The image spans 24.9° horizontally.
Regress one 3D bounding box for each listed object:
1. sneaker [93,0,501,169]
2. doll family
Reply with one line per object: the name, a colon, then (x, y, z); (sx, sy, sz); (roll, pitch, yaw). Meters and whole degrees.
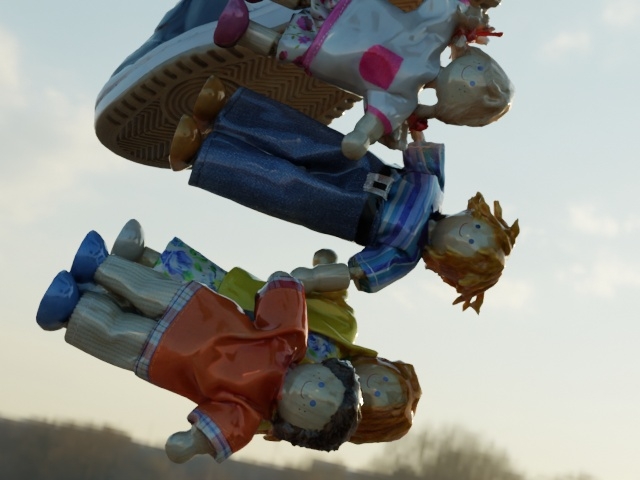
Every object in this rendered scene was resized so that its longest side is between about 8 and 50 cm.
sneaker: (-0.009, -0.155, 0.764); (0.282, 0.153, 0.099); (-28, -35, 27)
doll family: (0.000, 0.000, 0.663); (0.163, 0.263, 0.118); (25, -24, 7)
